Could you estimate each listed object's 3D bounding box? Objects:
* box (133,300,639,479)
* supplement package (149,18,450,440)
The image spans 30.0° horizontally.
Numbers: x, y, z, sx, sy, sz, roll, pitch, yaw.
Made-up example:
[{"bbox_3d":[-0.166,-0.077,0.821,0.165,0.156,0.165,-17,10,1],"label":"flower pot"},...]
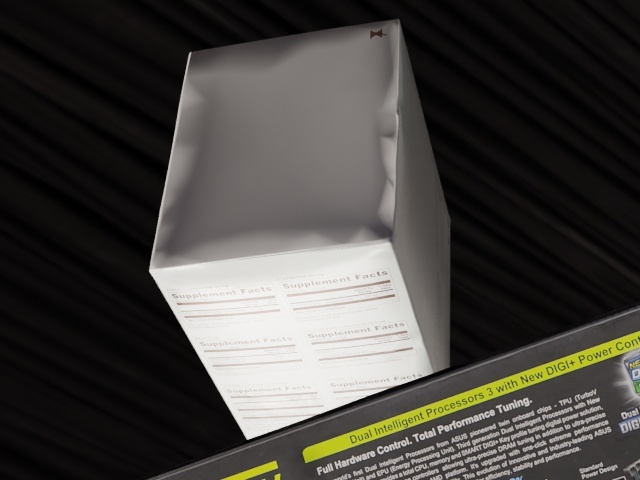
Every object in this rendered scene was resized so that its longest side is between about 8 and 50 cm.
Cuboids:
[{"bbox_3d":[0.069,0.157,0.467,0.270,0.060,0.216,-22,82,14],"label":"box"},{"bbox_3d":[0.000,0.000,0.799,0.149,0.203,0.194,-7,49,13],"label":"supplement package"}]
